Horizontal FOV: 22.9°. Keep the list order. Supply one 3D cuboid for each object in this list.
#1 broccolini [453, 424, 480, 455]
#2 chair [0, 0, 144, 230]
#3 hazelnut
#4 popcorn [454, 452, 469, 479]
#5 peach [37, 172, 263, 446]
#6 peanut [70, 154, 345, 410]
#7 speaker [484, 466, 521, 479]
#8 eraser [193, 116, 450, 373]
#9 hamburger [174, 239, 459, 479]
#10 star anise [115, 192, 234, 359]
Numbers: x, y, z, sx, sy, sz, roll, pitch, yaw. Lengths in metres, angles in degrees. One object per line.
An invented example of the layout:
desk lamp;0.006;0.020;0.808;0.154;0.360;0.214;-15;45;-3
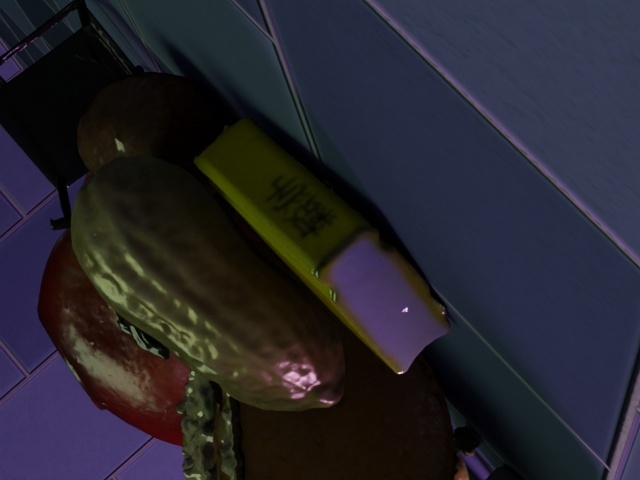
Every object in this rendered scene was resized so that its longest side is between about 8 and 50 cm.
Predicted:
broccolini;0.159;0.233;1.776;0.030;0.035;0.140;51;176;14
chair;-0.260;-0.139;1.676;0.141;0.154;0.260;52;-175;-28
hazelnut;-0.151;-0.096;1.510;0.154;0.143;0.143;19;156;38
popcorn;0.058;0.370;1.975;0.325;0.290;0.321;-40;-72;-53
peach;-0.184;0.081;1.989;0.406;0.310;0.335;51;170;-11
peanut;-0.093;0.047;1.408;0.305;0.147;0.147;42;175;-12
speaker;0.267;0.455;1.691;0.406;0.184;0.183;47;172;19
eraser;0.000;0.000;1.313;0.226;0.069;0.158;42;172;46
hamburger;0.005;0.240;1.616;0.268;0.287;0.445;116;152;-54
star anise;-0.159;-0.002;1.630;0.109;0.223;0.236;27;178;-11
